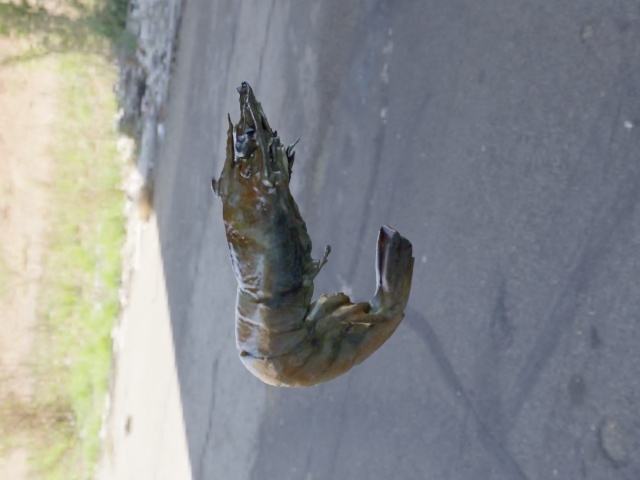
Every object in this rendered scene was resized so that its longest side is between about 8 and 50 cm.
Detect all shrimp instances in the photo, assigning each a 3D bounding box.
[{"bbox_3d":[0.000,0.000,0.790,0.058,0.169,0.296,-133,31,-53],"label":"shrimp"}]
